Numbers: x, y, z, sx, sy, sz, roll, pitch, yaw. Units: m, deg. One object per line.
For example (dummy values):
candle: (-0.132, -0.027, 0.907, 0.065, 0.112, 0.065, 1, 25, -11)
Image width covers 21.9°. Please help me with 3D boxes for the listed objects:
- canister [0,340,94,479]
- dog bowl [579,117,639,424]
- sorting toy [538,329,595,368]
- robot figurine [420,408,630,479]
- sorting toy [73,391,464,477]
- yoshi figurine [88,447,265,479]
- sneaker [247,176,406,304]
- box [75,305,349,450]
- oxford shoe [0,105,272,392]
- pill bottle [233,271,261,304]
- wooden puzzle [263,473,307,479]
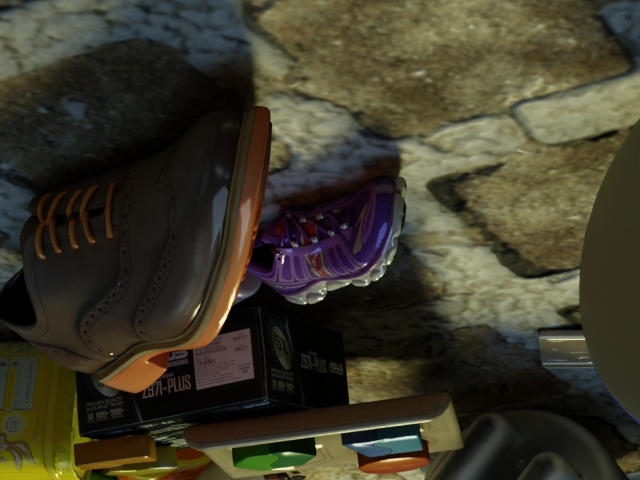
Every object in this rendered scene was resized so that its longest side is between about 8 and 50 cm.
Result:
canister: (-0.281, 0.144, 1.403, 0.170, 0.126, 0.073, -1, 154, 7)
dog bowl: (0.281, 0.008, 0.975, 0.104, 0.265, 0.265, 22, 146, -32)
sorting toy: (0.230, 0.091, 1.420, 0.083, 0.012, 0.062, -1, 149, 10)
robot figurine: (0.219, 0.291, 1.600, 0.200, 0.300, 0.353, -48, 141, -5)
sorting toy: (-0.036, 0.179, 1.385, 0.307, 0.041, 0.229, -8, 165, 6)
yoshi figurine: (-0.190, 0.313, 1.691, 0.203, 0.203, 0.362, 21, 153, -6)
sneaker: (0.000, 0.000, 1.182, 0.071, 0.068, 0.170, 23, 146, -28)
box: (-0.089, 0.118, 1.371, 0.180, 0.077, 0.147, -14, 162, 26)
oxford shoe: (-0.135, 0.008, 1.136, 0.132, 0.130, 0.364, 18, 148, -17)
pill bottle: (-0.085, 0.035, 1.274, 0.043, 0.043, 0.083, 20, 147, -34)
wooden puzzle: (-0.053, 0.260, 1.764, 0.083, 0.006, 0.049, -6, 153, 11)
